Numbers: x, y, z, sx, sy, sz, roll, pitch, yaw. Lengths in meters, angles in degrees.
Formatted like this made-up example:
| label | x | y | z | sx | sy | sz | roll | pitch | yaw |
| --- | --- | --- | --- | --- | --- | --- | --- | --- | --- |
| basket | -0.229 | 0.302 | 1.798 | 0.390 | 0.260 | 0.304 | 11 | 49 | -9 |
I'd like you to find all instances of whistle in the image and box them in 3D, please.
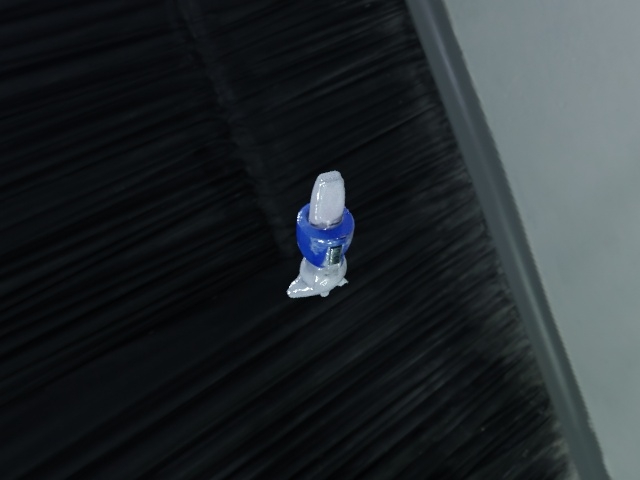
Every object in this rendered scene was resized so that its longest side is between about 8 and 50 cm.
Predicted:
| label | x | y | z | sx | sy | sz | roll | pitch | yaw |
| --- | --- | --- | --- | --- | --- | --- | --- | --- | --- |
| whistle | 0.000 | 0.000 | 0.369 | 0.029 | 0.033 | 0.083 | 56 | 154 | 38 |
